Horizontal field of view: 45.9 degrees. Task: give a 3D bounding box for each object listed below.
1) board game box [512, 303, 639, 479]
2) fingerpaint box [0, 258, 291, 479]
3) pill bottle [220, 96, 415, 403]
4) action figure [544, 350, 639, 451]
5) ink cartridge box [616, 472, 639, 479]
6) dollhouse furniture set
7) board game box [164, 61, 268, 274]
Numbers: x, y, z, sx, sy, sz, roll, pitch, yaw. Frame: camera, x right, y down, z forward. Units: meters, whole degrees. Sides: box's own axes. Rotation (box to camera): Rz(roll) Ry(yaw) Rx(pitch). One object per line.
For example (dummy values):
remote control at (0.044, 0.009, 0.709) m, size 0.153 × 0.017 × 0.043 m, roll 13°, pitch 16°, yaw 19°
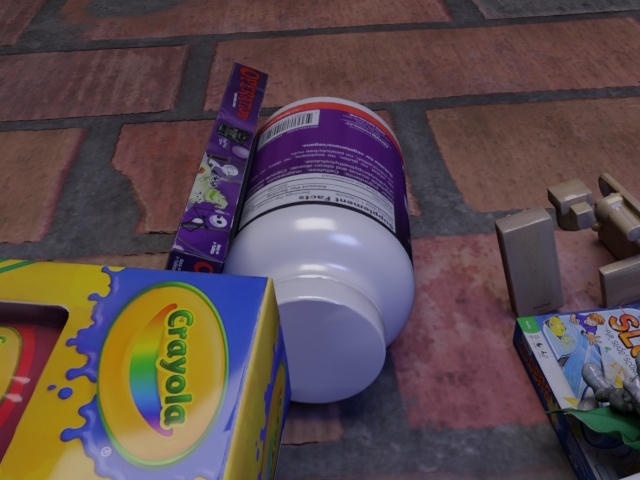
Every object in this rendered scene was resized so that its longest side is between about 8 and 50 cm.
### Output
board game box at (0.271, 0.140, 0.675) m, size 0.136 × 0.035 × 0.201 m, roll -6°, pitch 36°, yaw -5°
fingerpaint box at (-0.233, 0.221, 0.403) m, size 0.371 × 0.163 × 0.445 m, roll 4°, pitch 50°, yaw 8°
pill bottle at (0.000, 0.000, 0.757) m, size 0.181 × 0.181 × 0.323 m, roll 0°, pitch 37°, yaw 3°
action figure at (0.256, 0.115, 0.525) m, size 0.137 × 0.063 × 0.232 m, roll -15°, pitch -2°, yaw -2°
ink cartridge box at (0.252, 0.247, 0.462) m, size 0.273 × 0.114 × 0.197 m, roll -12°, pitch 36°, yaw -14°
dollhouse furniture set at (0.256, -0.006, 0.809) m, size 0.151 × 0.144 × 0.123 m, roll -19°, pitch 32°, yaw 2°
board game box at (-0.116, -0.014, 0.760) m, size 0.056 × 0.208 × 0.347 m, roll 20°, pitch 35°, yaw -11°
